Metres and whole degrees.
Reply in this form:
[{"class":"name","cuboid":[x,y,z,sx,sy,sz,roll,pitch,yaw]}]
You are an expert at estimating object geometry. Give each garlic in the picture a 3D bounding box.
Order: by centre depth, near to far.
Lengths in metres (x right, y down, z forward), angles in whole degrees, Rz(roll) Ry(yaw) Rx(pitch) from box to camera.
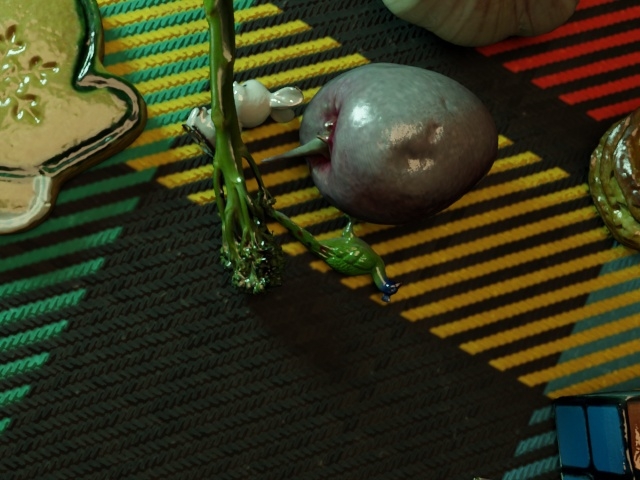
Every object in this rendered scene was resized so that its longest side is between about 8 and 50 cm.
[{"class":"garlic","cuboid":[0.197,-0.377,1.215,0.322,0.322,0.241,34,42,-3]}]

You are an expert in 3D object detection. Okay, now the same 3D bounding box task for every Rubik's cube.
[{"class":"Rubik's cube","cuboid":[0.391,0.260,1.185,0.180,0.167,0.183,-5,83,-14]}]

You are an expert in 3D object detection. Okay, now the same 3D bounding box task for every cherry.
[{"class":"cherry","cuboid":[0.083,-0.111,1.175,0.266,0.213,0.183,-12,117,-19]}]

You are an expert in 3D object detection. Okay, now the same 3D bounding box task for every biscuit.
[{"class":"biscuit","cuboid":[-0.345,-0.166,1.187,0.288,0.057,0.343,17,80,-6]}]

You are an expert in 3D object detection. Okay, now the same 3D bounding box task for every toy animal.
[{"class":"toy animal","cuboid":[-0.094,-0.151,1.219,0.124,0.071,0.085,-43,90,-12]},{"class":"toy animal","cuboid":[0.010,-0.013,1.234,0.217,0.041,0.075,33,80,1]}]

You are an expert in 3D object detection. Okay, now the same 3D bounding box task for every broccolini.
[{"class":"broccolini","cuboid":[-0.082,-0.128,1.164,0.079,0.074,0.392,5,104,26]}]

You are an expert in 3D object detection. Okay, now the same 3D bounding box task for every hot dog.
[{"class":"hot dog","cuboid":[0.475,-0.095,1.279,0.272,0.122,0.196,-19,79,-10]}]

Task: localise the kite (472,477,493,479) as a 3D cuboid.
[{"class":"kite","cuboid":[0.247,0.389,1.227,0.229,0.012,0.250,-34,89,-13]}]
